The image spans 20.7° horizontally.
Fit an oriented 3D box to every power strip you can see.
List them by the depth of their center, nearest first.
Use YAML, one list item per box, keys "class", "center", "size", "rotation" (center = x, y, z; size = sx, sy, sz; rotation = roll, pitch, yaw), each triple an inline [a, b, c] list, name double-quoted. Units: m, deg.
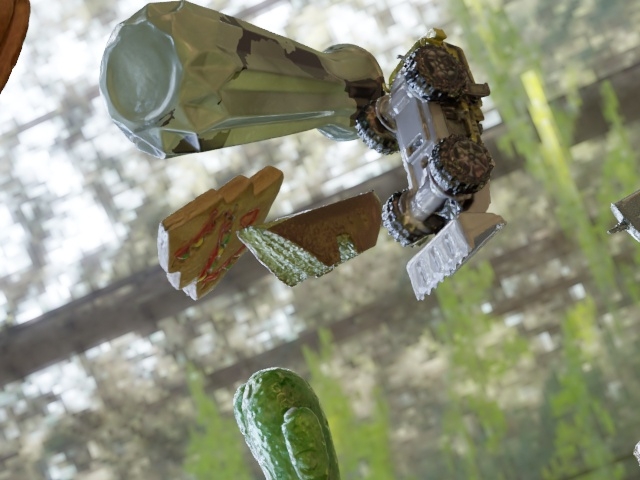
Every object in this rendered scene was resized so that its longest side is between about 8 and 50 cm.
- class: "power strip"
  center: [0.434, -0.056, 2.113]
  size: [0.060, 0.252, 0.027]
  rotation: [51, 149, 21]

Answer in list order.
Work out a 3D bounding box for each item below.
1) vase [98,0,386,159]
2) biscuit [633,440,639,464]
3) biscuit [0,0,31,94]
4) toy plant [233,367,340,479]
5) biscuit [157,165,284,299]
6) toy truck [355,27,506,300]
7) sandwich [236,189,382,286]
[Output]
- class: "vase"
  center: [-0.074, -0.164, 1.872]
  size: [0.360, 0.165, 0.165]
  rotation: [-2, -112, -55]
- class: "biscuit"
  center: [0.460, 0.096, 1.564]
  size: [0.365, 0.385, 0.062]
  rotation: [-10, -114, -48]
- class: "biscuit"
  center: [-0.438, -0.258, 1.582]
  size: [0.350, 0.078, 0.455]
  rotation: [-39, -70, -35]
- class: "toy plant"
  center: [-0.019, 0.315, 2.267]
  size: [0.316, 0.184, 0.224]
  rotation: [63, 163, 2]
- class: "biscuit"
  center: [-0.137, -0.008, 2.262]
  size: [0.041, 0.212, 0.238]
  rotation: [42, -164, 18]
- class: "toy truck"
  center: [0.125, -0.080, 1.773]
  size: [0.111, 0.136, 0.286]
  rotation: [7, -125, -28]
- class: "sandwich"
  center: [0.000, 0.000, 2.217]
  size: [0.244, 0.090, 0.088]
  rotation: [-17, -93, -51]
